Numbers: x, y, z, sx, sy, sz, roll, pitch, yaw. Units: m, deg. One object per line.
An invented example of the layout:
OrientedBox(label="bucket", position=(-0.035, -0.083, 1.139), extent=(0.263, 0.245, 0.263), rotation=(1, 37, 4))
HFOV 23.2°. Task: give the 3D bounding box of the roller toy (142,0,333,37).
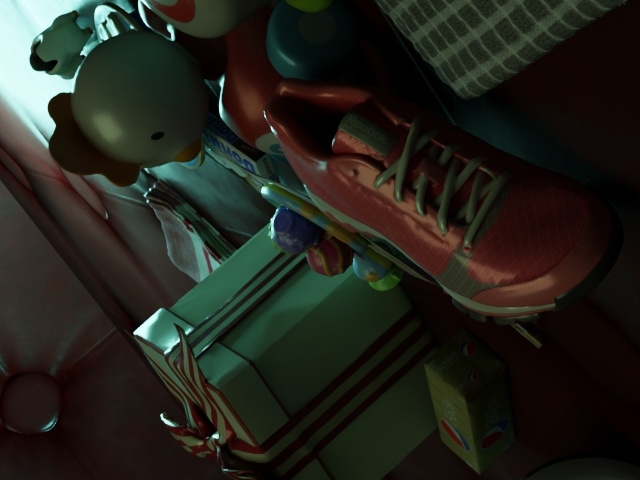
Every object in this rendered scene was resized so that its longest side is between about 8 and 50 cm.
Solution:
OrientedBox(label="roller toy", position=(-0.092, -0.246, 1.093), extent=(0.209, 0.146, 0.191), rotation=(40, 162, 33))

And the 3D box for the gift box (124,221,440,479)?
OrientedBox(label="gift box", position=(-0.047, 0.131, 1.681), extent=(0.276, 0.258, 0.255), rotation=(54, 164, -23))

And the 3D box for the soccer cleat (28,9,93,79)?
OrientedBox(label="soccer cleat", position=(-0.331, -0.233, 1.935), extent=(0.068, 0.076, 0.196), rotation=(50, 165, -3))

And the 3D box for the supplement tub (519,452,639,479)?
OrientedBox(label="supplement tub", position=(0.240, 0.331, 1.484), extent=(0.193, 0.193, 0.316), rotation=(44, 165, 17))

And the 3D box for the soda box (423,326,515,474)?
OrientedBox(label="soda box", position=(0.154, 0.166, 1.583), extent=(0.061, 0.058, 0.181), rotation=(41, 164, 29))

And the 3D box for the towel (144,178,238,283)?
OrientedBox(label="towel", position=(-0.109, 0.077, 2.150), extent=(0.329, 0.037, 0.237), rotation=(42, 164, 25))

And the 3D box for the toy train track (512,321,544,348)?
OrientedBox(label="toy train track", position=(0.167, 0.063, 1.384), extent=(0.083, 0.014, 0.048), rotation=(41, 157, 7))

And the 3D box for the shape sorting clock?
OrientedBox(label="shape sorting clock", position=(-0.190, -0.167, 1.712), extent=(0.206, 0.040, 0.206), rotation=(45, 156, 27))

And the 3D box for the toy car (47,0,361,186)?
OrientedBox(label="toy car", position=(-0.110, -0.118, 1.286), extent=(0.210, 0.238, 0.219), rotation=(46, 165, 9))

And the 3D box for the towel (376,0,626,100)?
OrientedBox(label="towel", position=(0.070, -0.203, 0.795), extent=(0.235, 0.121, 0.283), rotation=(49, 165, -4))

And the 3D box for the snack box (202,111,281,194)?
OrientedBox(label="snack box", position=(-0.106, -0.105, 1.717), extent=(0.178, 0.022, 0.064), rotation=(36, 157, 42))

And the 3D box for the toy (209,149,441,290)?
OrientedBox(label="toy", position=(0.000, 0.000, 1.446), extent=(0.137, 0.056, 0.237), rotation=(26, 179, 39))

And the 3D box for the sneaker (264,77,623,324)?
OrientedBox(label="sneaker", position=(0.069, -0.038, 1.118), extent=(0.313, 0.116, 0.136), rotation=(25, 170, 43))
